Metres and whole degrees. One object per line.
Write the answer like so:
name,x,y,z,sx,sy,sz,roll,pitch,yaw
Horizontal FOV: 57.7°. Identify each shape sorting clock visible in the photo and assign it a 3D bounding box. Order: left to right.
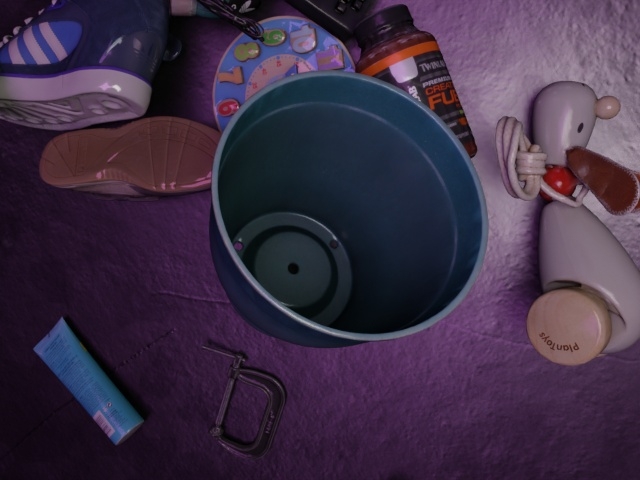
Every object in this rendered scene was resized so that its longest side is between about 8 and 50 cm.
shape sorting clock,-0.048,-0.188,0.764,0.206,0.040,0.206,2,99,12

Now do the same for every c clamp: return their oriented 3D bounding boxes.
c clamp,-0.122,0.243,0.859,0.137,0.022,0.160,13,100,5

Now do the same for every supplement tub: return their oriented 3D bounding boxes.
supplement tub,0.107,-0.175,0.699,0.106,0.106,0.197,-22,94,15

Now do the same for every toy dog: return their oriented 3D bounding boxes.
toy dog,0.320,-0.010,0.641,0.161,0.220,0.333,-4,108,35

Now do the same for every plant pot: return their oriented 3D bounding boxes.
plant pot,0.000,0.000,0.649,0.272,0.255,0.271,6,68,-16

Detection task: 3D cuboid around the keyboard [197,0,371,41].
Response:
keyboard,-0.086,-0.339,0.667,0.317,0.033,0.201,30,87,-18

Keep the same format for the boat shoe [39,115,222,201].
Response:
boat shoe,-0.240,-0.103,0.794,0.286,0.092,0.102,-2,79,15

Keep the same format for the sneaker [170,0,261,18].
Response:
sneaker,-0.129,-0.423,0.724,0.121,0.108,0.301,-1,89,-15

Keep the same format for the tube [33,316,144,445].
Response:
tube,-0.358,0.219,0.894,0.080,0.052,0.207,-45,82,10

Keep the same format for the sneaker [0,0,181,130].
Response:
sneaker,-0.341,-0.285,0.789,0.323,0.130,0.236,2,80,26
